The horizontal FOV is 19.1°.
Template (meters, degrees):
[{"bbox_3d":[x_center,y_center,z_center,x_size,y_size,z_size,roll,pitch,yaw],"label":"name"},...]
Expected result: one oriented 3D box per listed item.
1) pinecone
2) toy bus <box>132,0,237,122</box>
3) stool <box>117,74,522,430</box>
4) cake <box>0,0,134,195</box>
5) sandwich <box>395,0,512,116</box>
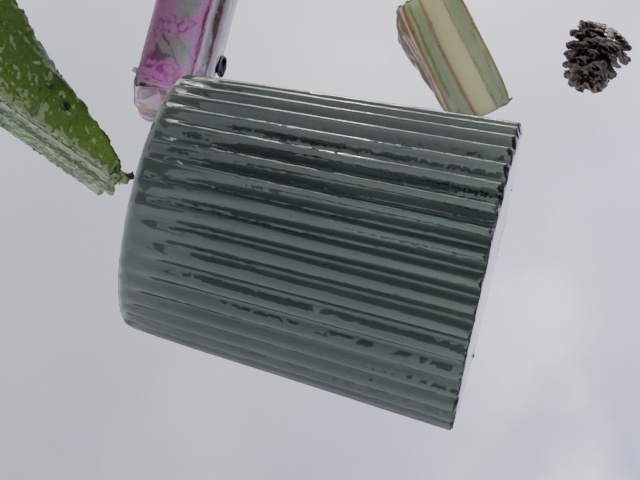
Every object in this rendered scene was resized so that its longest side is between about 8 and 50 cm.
[{"bbox_3d":[0.306,-0.205,2.137,0.083,0.077,0.077,-55,-156,-10],"label":"pinecone"},{"bbox_3d":[-0.141,-0.266,2.120,0.112,0.090,0.274,65,37,-76],"label":"toy bus"},{"bbox_3d":[0.000,0.000,1.806,0.297,0.330,0.297,12,90,-83],"label":"stool"},{"bbox_3d":[-0.266,-0.118,1.597,0.235,0.099,0.100,55,-20,-3],"label":"cake"},{"bbox_3d":[0.155,-0.200,2.209,0.113,0.079,0.163,82,-17,-75],"label":"sandwich"}]
